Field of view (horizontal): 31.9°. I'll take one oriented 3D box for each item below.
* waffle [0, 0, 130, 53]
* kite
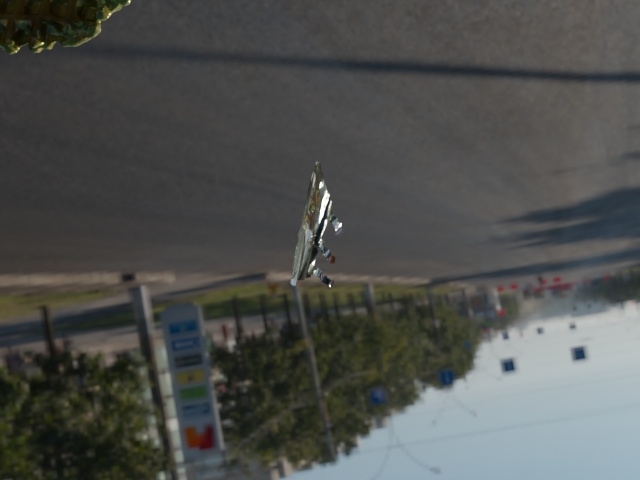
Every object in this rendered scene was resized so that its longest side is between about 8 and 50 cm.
[{"bbox_3d":[-0.396,-0.430,1.683,0.307,0.312,0.060,-24,157,11],"label":"waffle"},{"bbox_3d":[-0.001,0.000,1.313,0.015,0.141,0.245,14,171,13],"label":"kite"}]
